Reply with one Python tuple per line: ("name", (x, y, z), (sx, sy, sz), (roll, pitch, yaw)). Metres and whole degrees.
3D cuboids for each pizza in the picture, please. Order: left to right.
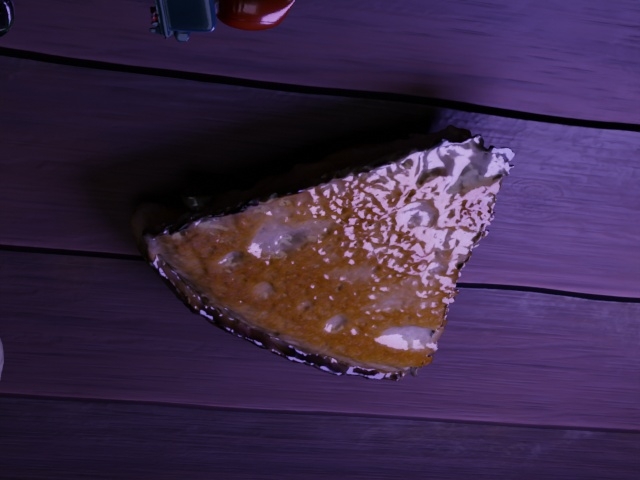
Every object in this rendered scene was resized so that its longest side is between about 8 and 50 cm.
("pizza", (-0.021, 0.018, 1.663), (0.392, 0.080, 0.435), (2, 137, -12))

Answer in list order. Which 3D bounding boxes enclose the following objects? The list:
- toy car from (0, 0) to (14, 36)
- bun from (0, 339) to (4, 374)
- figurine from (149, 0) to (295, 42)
("toy car", (-0.352, -0.211, 1.354), (0.142, 0.055, 0.069), (-2, 140, -3))
("bun", (-0.478, 0.144, 1.683), (0.230, 0.145, 0.229), (-7, 138, -6))
("figurine", (-0.092, -0.224, 1.366), (0.140, 0.075, 0.068), (-5, 112, -3))
